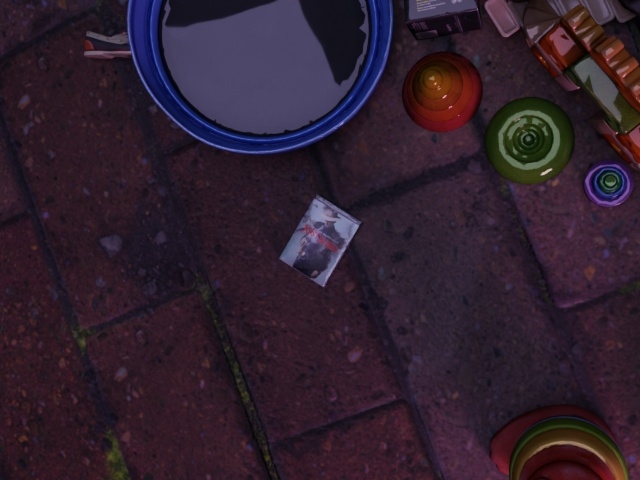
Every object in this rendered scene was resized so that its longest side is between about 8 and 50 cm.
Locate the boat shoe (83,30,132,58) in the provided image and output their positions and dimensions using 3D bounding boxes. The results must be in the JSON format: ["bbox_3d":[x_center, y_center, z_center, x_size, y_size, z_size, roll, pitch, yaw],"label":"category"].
[{"bbox_3d":[-0.327,-0.322,1.367,0.137,0.049,0.043,5,90,20],"label":"boat shoe"}]

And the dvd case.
[{"bbox_3d":[0.000,0.000,1.298,0.087,0.013,0.119,33,98,13],"label":"dvd case"}]

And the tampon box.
[{"bbox_3d":[0.168,-0.384,1.190,0.102,0.120,0.160,-7,89,15],"label":"tampon box"}]

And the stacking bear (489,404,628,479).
[{"bbox_3d":[0.314,0.316,1.073,0.164,0.289,0.175,-45,80,12],"label":"stacking bear"}]

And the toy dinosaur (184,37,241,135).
[{"bbox_3d":[-0.188,-0.259,1.331,0.212,0.064,0.112,24,109,17],"label":"toy dinosaur"}]

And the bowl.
[{"bbox_3d":[-0.087,-0.321,1.248,0.392,0.077,0.390,0,91,3],"label":"bowl"}]

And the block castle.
[{"bbox_3d":[0.454,-0.270,1.033,0.303,0.213,0.453,-41,91,12],"label":"block castle"}]

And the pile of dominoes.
[{"bbox_3d":[0.341,-0.391,1.164,0.251,0.040,0.195,-6,100,7],"label":"pile of dominoes"}]

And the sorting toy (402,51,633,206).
[{"bbox_3d":[0.268,-0.157,1.164,0.366,0.126,0.127,33,99,13],"label":"sorting toy"}]
